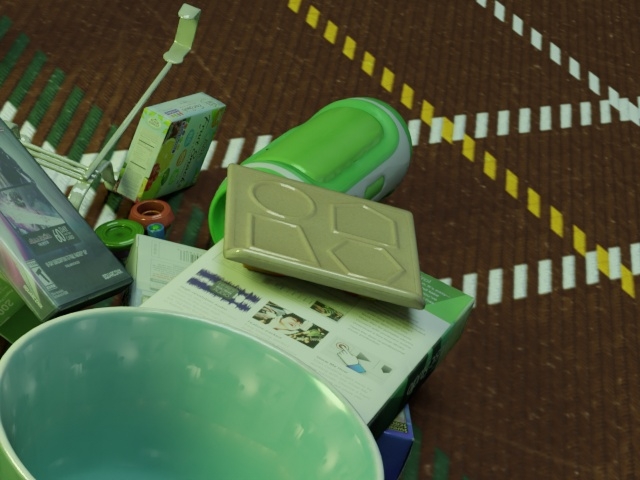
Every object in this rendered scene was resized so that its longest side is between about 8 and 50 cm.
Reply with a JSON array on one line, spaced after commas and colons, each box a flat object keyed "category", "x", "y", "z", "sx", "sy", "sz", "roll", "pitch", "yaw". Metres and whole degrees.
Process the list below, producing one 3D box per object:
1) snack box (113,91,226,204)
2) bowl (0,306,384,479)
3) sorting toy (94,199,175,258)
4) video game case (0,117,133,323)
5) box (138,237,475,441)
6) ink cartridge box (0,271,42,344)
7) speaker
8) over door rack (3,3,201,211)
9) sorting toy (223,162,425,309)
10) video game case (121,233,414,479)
[{"category": "snack box", "x": -0.159, "y": -0.099, "z": 1.983, "sx": 0.037, "sy": 0.100, "sz": 0.141, "roll": 29, "pitch": 20, "yaw": 13}, {"category": "bowl", "x": -0.123, "y": 0.206, "z": 1.457, "sx": 0.311, "sy": 0.163, "sz": 0.311, "roll": 16, "pitch": 30, "yaw": -9}, {"category": "sorting toy", "x": -0.184, "y": -0.002, "z": 1.900, "sx": 0.061, "sy": 0.042, "sz": 0.102, "roll": 19, "pitch": 38, "yaw": 30}, {"category": "video game case", "x": -0.291, "y": -0.050, "z": 1.664, "sx": 0.274, "sy": 0.026, "sz": 0.196, "roll": 51, "pitch": 14, "yaw": 3}, {"category": "box", "x": -0.015, "y": 0.082, "z": 1.716, "sx": 0.232, "sy": 0.058, "sz": 0.322, "roll": 27, "pitch": 31, "yaw": 13}, {"category": "ink cartridge box", "x": -0.284, "y": 0.019, "z": 1.668, "sx": 0.235, "sy": 0.056, "sz": 0.171, "roll": 38, "pitch": 18, "yaw": -32}, {"category": "speaker", "x": -0.006, "y": -0.062, "z": 2.016, "sx": 0.131, "sy": 0.131, "sz": 0.296, "roll": 28, "pitch": 30, "yaw": 14}, {"category": "over door rack", "x": -0.296, "y": -0.160, "z": 1.987, "sx": 0.239, "sy": 0.108, "sz": 0.324, "roll": 23, "pitch": 50, "yaw": 4}, {"category": "sorting toy", "x": 0.000, "y": 0.000, "z": 1.776, "sx": 0.193, "sy": 0.038, "sz": 0.208, "roll": 15, "pitch": 24, "yaw": -10}, {"category": "video game case", "x": -0.056, "y": 0.109, "z": 1.763, "sx": 0.269, "sy": 0.061, "sz": 0.244, "roll": 14, "pitch": 28, "yaw": -11}]
